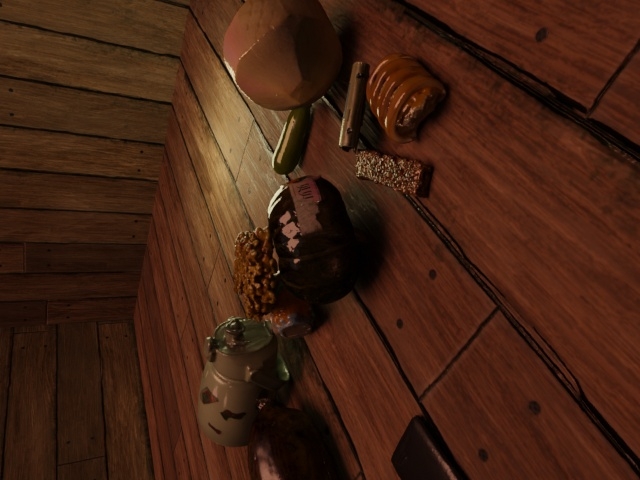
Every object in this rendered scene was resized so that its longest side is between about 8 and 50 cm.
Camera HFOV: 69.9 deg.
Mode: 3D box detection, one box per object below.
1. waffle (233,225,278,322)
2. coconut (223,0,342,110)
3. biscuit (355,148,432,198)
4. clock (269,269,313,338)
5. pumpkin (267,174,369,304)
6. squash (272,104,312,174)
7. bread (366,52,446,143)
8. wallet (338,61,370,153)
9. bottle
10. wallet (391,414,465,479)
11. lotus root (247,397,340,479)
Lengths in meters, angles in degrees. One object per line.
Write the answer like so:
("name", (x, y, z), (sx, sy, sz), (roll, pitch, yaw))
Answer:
("waffle", (-0.141, 0.074, 0.968), (0.193, 0.070, 0.197), (153, 115, -67))
("coconut", (-0.072, -0.401, 0.986), (0.259, 0.259, 0.259), (-4, 86, 59))
("biscuit", (0.126, -0.128, 0.844), (0.199, 0.034, 0.064), (31, 114, 55))
("clock", (-0.070, 0.142, 1.062), (0.231, 0.103, 0.144), (89, 167, -67))
("pumpkin", (0.003, -0.001, 0.914), (0.260, 0.189, 0.260), (-10, -90, -88))
("squash", (-0.069, -0.257, 1.156), (0.066, 0.066, 0.201), (48, 122, 49))
("bread", (0.136, -0.248, 0.789), (0.119, 0.084, 0.177), (-63, 34, 35))
("wallet", (0.065, -0.253, 0.891), (0.110, 0.039, 0.155), (-25, -55, -83))
("bottle", (-0.198, 0.338, 1.188), (0.229, 0.229, 0.352), (52, 138, 47))
("wallet", (0.196, 0.409, 0.715), (0.244, 0.025, 0.124), (52, 132, 48))
("lotus root", (-0.060, 0.526, 0.992), (0.196, 0.179, 0.398), (-58, 43, 37))
